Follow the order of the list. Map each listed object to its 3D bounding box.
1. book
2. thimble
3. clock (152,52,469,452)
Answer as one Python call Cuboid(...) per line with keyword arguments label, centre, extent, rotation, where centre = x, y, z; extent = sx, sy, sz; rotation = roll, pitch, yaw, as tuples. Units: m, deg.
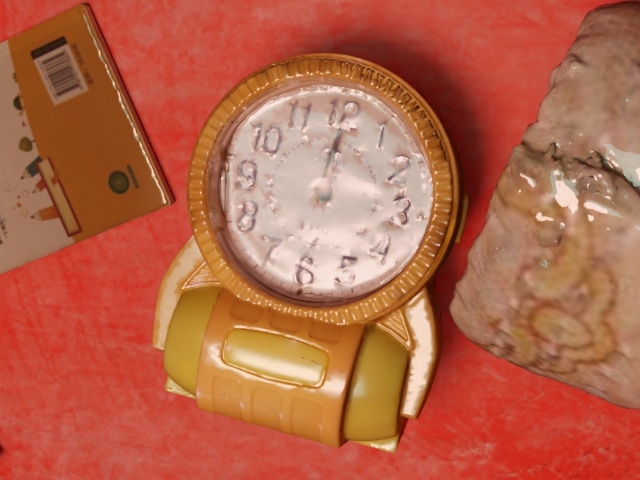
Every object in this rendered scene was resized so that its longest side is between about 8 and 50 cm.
Cuboid(label="book", centre=(-0.310, -0.080, 1.144), extent=(0.295, 0.020, 0.208), rotation=(-20, 98, 19))
Cuboid(label="thimble", centre=(0.234, -0.022, 0.871), extent=(0.195, 0.291, 0.291), rotation=(25, 109, 8))
Cuboid(label="clock", centre=(0.000, 0.000, 0.998), extent=(0.244, 0.200, 0.317), rotation=(12, 98, 8))
